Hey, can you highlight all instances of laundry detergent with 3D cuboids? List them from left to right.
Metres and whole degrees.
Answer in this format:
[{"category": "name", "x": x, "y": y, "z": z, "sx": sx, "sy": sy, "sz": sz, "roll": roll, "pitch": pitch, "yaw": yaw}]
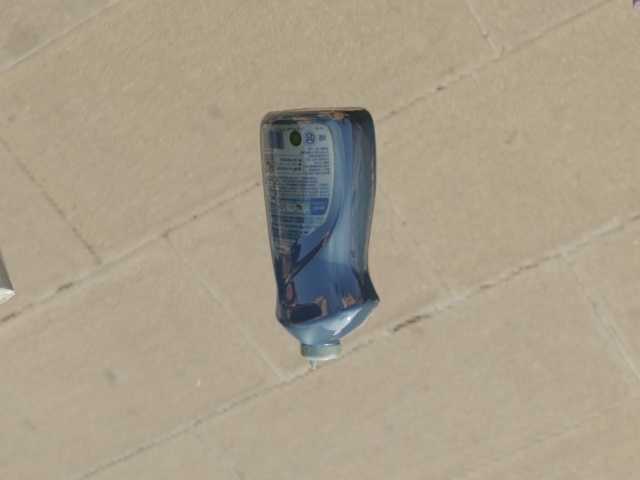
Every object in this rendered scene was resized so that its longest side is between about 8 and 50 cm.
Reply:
[{"category": "laundry detergent", "x": -0.001, "y": 0.000, "z": 0.925, "sx": 0.097, "sy": 0.061, "sz": 0.206, "roll": 4, "pitch": 100, "yaw": 31}]

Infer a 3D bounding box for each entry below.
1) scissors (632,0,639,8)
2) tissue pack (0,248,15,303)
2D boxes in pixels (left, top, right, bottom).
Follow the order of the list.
[{"category": "scissors", "x": 0.172, "y": -0.208, "z": 0.608, "sx": 0.020, "sy": 0.134, "sz": 0.187, "roll": -5, "pitch": 90, "yaw": 48}, {"category": "tissue pack", "x": -0.352, "y": -0.035, "z": 0.857, "sx": 0.185, "sy": 0.225, "sz": 0.124, "roll": 0, "pitch": 152, "yaw": -48}]
